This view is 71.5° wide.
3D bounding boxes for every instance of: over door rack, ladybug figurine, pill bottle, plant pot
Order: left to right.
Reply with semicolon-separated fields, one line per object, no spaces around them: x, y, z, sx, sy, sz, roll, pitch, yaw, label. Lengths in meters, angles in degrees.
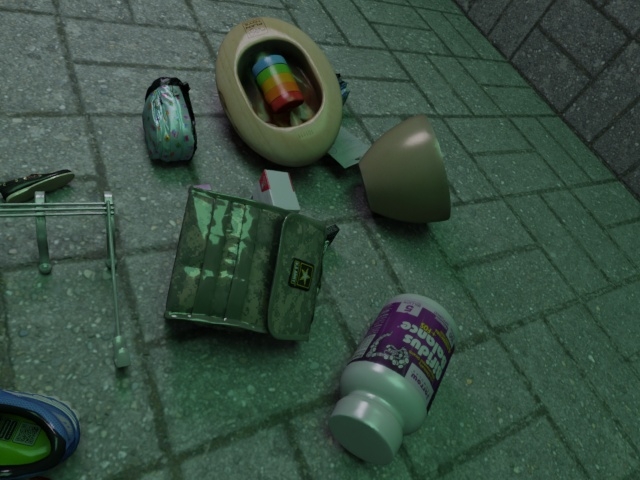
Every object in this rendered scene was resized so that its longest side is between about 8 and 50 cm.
-0.467;0.075;0.750;0.239;0.108;0.325;-4;71;-28;over door rack
-0.111;-0.386;1.185;0.304;0.162;0.450;-20;77;-7;ladybug figurine
0.140;0.254;0.846;0.169;0.169;0.301;37;48;5;pill bottle
0.206;-0.168;1.172;0.190;0.284;0.284;-14;55;7;plant pot

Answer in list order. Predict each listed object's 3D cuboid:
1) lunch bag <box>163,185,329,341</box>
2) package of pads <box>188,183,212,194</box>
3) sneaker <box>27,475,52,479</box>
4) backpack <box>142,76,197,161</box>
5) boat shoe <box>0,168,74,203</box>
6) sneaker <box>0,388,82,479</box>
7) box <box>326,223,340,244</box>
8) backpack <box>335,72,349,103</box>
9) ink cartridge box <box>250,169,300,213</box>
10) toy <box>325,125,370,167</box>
-0.125;0.054;0.833;0.286;0.169;0.236;13;78;-18;lunch bag
-0.265;-0.089;1.011;0.050;0.032;0.083;-11;60;-31;package of pads
-0.336;0.390;0.595;0.175;0.064;0.068;31;67;6;sneaker
-0.355;-0.271;1.049;0.115;0.152;0.182;-10;72;-25;backpack
-0.557;-0.115;0.878;0.133;0.049;0.042;-33;81;-35;boat shoe
-0.470;0.221;0.546;0.329;0.147;0.130;19;70;-24;sneaker
0.000;0.000;1.045;0.083;0.067;0.018;-25;67;-37;box
0.031;-0.446;1.383;0.084;0.105;0.114;43;49;9;backpack
-0.112;-0.064;0.986;0.063;0.150;0.109;1;54;-30;ink cartridge box
0.029;-0.285;1.290;0.136;0.056;0.237;-30;66;-35;toy
